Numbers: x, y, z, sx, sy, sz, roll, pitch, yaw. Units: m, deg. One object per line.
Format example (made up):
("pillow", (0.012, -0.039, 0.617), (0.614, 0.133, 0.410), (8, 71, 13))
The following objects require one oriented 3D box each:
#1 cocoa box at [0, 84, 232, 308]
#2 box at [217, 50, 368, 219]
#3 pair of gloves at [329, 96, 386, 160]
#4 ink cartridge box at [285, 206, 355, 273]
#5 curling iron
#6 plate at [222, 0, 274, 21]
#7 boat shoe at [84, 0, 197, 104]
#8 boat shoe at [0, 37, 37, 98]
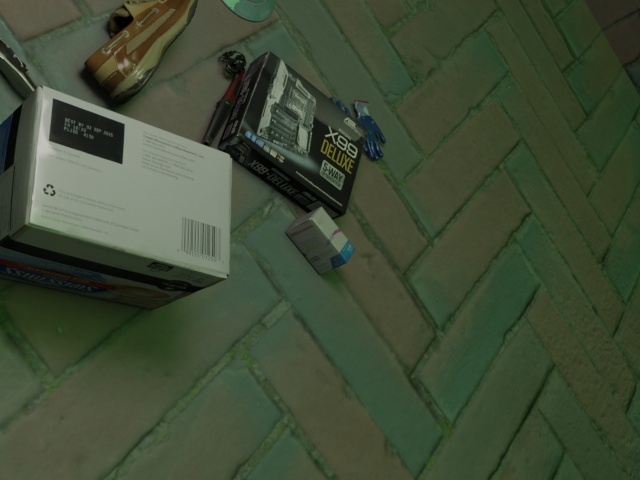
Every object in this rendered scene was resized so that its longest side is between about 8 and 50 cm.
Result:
("cocoa box", (-0.345, -0.050, 1.351), (0.347, 0.228, 0.232), (18, 60, -39))
("box", (-0.050, -0.219, 1.825), (0.307, 0.076, 0.243), (35, 55, -28))
("pair of gloves", (0.080, -0.266, 2.031), (0.198, 0.023, 0.159), (-2, 75, -45))
("ink cartridge box", (0.000, 0.000, 1.775), (0.122, 0.088, 0.052), (50, 45, -16))
("curling iron", (-0.203, -0.292, 1.747), (0.068, 0.035, 0.274), (38, 48, -31))
("plate", (-0.171, -0.587, 1.925), (0.188, 0.024, 0.188), (22, 56, -37))
("boat shoe", (-0.337, -0.401, 1.605), (0.120, 0.122, 0.324), (39, 47, -21))
("boat shoe", (-0.515, -0.290, 1.431), (0.125, 0.046, 0.038), (45, 50, -9))
